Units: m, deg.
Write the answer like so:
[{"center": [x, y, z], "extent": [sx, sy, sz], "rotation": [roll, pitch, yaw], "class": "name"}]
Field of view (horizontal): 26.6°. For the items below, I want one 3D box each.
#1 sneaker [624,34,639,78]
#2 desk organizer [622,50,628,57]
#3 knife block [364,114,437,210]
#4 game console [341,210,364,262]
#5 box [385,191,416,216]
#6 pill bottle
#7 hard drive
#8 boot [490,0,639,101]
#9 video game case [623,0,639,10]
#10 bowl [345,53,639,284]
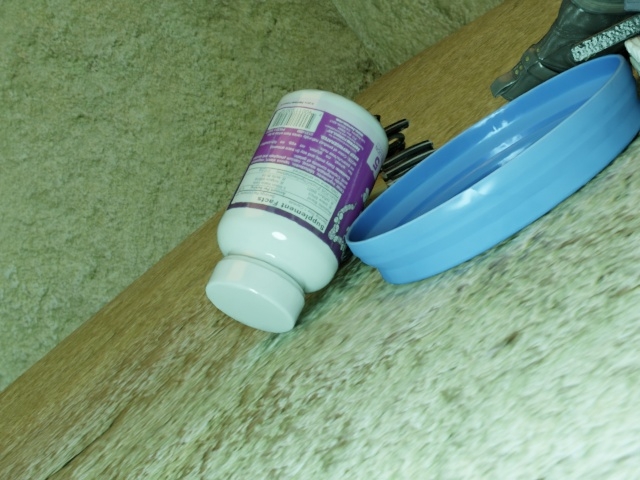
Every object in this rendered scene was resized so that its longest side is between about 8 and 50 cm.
[{"center": [0.415, -0.221, 1.551], "extent": [0.115, 0.090, 0.232], "rotation": [-29, 10, 15], "class": "sneaker"}, {"center": [0.421, -0.273, 1.952], "extent": [0.050, 0.047, 0.130], "rotation": [-29, 10, 23], "class": "desk organizer"}, {"center": [0.046, -0.062, 1.990], "extent": [0.088, 0.242, 0.275], "rotation": [92, -167, -61], "class": "knife block"}, {"center": [0.000, 0.000, 1.944], "extent": [0.144, 0.085, 0.124], "rotation": [-35, 9, -5], "class": "game console"}, {"center": [0.095, -0.022, 1.807], "extent": [0.062, 0.052, 0.083], "rotation": [-40, 10, -25], "class": "box"}, {"center": [-0.035, -0.037, 1.785], "extent": [0.169, 0.169, 0.301], "rotation": [-21, 40, 59], "class": "pill bottle"}, {"center": [0.352, -0.247, 1.628], "extent": [0.094, 0.022, 0.135], "rotation": [-25, 2, 18], "class": "hard drive"}, {"center": [0.377, -0.257, 1.788], "extent": [0.263, 0.091, 0.229], "rotation": [3, -38, -22], "class": "boot"}, {"center": [0.496, -0.318, 1.617], "extent": [0.196, 0.026, 0.274], "rotation": [6, 27, 27], "class": "video game case"}, {"center": [0.209, -0.080, 1.607], "extent": [0.391, 0.077, 0.391], "rotation": [-34, 8, 6], "class": "bowl"}]
